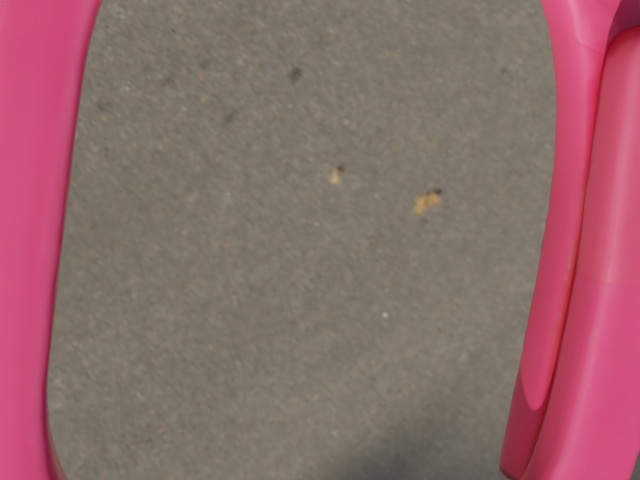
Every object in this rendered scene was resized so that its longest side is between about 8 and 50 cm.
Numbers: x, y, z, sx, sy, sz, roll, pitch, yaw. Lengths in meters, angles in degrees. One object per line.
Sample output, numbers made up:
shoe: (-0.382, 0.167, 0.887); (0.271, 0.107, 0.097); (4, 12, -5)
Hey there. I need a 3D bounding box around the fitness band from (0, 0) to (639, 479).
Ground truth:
fitness band: (0.000, 0.000, 0.373); (0.209, 0.054, 0.290); (7, 96, -12)
